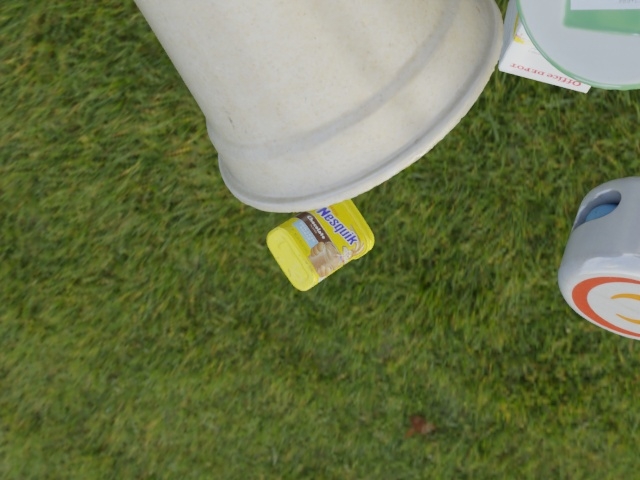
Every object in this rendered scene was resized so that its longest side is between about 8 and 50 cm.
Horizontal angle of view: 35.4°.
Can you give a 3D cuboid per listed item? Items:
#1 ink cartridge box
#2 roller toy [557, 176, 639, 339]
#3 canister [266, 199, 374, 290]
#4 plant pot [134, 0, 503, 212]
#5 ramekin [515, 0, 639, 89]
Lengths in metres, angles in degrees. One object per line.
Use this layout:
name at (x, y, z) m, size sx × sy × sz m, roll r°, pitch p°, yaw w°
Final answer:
ink cartridge box at (0.429, -0.403, 1.734) m, size 0.171 × 0.168 × 0.232 m, roll 15°, pitch 152°, yaw -3°
roller toy at (0.396, 0.020, 1.205) m, size 0.209 × 0.146 × 0.191 m, roll 9°, pitch 152°, yaw 29°
canister at (0.000, 0.000, 1.736) m, size 0.073 × 0.170 × 0.126 m, roll -34°, pitch 90°, yaw 46°
plant pot at (-0.041, -0.249, 0.954) m, size 0.334 × 0.334 × 0.305 m, roll -22°, pitch 130°, yaw 22°
ramekin at (0.393, -0.334, 1.265) m, size 0.303 × 0.148 × 0.303 m, roll 11°, pitch 113°, yaw 27°
